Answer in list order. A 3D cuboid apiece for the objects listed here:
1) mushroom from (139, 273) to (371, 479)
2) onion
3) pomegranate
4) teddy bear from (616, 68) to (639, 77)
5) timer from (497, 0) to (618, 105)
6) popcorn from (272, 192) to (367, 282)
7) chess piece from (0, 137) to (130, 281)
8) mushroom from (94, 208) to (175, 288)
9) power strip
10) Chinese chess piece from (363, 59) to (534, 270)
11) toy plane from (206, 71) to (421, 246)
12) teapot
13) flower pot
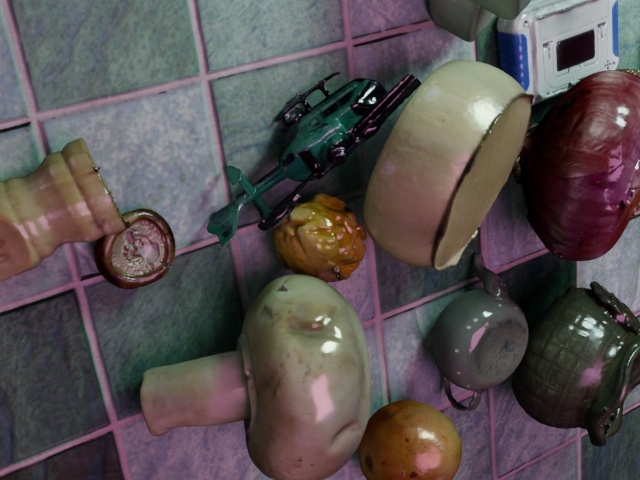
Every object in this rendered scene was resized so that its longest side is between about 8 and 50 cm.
[{"bbox_3d":[-0.059,0.227,1.324,0.315,0.315,0.356,30,126,-36],"label":"mushroom"},{"bbox_3d":[0.452,-0.140,1.539,0.347,0.285,0.348,14,90,-76],"label":"onion"},{"bbox_3d":[0.166,0.386,1.575,0.191,0.191,0.191,-11,112,-28],"label":"pomegranate"},{"bbox_3d":[0.695,-0.328,1.686,0.251,0.129,0.182,-47,126,-9],"label":"teddy bear"},{"bbox_3d":[0.436,-0.352,1.548,0.253,0.078,0.178,-24,119,-24],"label":"timer"},{"bbox_3d":[0.000,0.000,1.365,0.148,0.152,0.167,-8,150,2],"label":"popcorn"},{"bbox_3d":[-0.414,-0.012,1.129,0.300,0.137,0.137,-28,120,-9],"label":"chess piece"},{"bbox_3d":[-0.270,0.011,1.253,0.123,0.052,0.123,-11,109,-36],"label":"mushroom"},{"bbox_3d":[0.240,-0.439,1.316,0.141,0.229,0.261,-48,158,-10],"label":"power strip"},{"bbox_3d":[0.204,-0.116,1.363,0.338,0.140,0.338,-51,159,-28],"label":"Chinese chess piece"},{"bbox_3d":[-0.021,-0.133,1.302,0.381,0.155,0.106,-35,124,3],"label":"toy plane"},{"bbox_3d":[0.293,0.183,1.621,0.193,0.129,0.294,4,106,-33],"label":"teapot"},{"bbox_3d":[0.528,0.236,1.696,0.302,0.213,0.302,-42,148,-34],"label":"flower pot"}]
